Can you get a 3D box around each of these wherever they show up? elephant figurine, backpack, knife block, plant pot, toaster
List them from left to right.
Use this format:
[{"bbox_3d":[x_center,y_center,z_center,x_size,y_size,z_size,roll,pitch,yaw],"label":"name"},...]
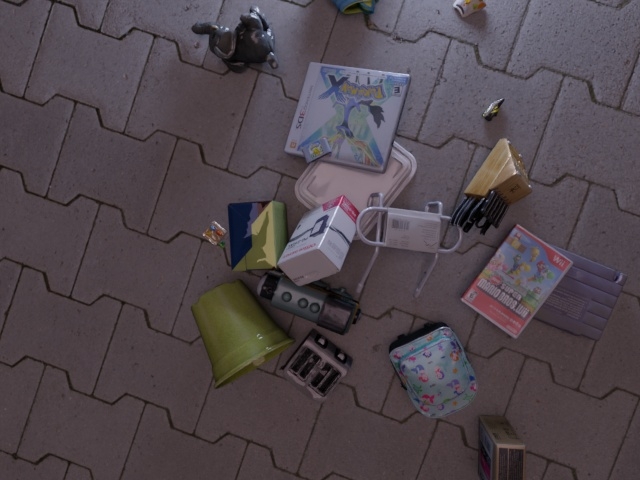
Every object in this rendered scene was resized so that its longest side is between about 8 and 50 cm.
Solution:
[{"bbox_3d":[-0.268,-0.604,1.669,0.240,0.186,0.169,-17,133,15],"label":"elephant figurine"},{"bbox_3d":[-0.257,0.268,1.641,0.276,0.276,0.254,-33,77,5],"label":"plant pot"},{"bbox_3d":[-0.017,0.396,1.682,0.168,0.110,0.185,38,94,3],"label":"toaster"},{"bbox_3d":[0.347,0.399,1.623,0.225,0.191,0.253,-26,95,4],"label":"backpack"},{"bbox_3d":[0.490,-0.147,1.602,0.242,0.275,0.088,-33,121,31],"label":"knife block"}]

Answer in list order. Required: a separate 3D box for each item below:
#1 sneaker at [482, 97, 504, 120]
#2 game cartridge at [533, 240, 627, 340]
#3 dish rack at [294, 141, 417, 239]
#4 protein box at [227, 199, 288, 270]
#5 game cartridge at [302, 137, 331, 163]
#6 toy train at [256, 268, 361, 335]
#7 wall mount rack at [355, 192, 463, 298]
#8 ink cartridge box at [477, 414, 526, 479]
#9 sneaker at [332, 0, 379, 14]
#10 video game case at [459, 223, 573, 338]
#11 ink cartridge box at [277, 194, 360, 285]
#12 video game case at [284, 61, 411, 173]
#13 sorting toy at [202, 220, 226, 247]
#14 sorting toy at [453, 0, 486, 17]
[{"bbox_3d":[0.536,-0.402,1.659,0.083,0.031,0.035,-44,102,8],"label":"sneaker"},{"bbox_3d":[0.714,0.141,1.645,0.355,0.068,0.230,23,97,4],"label":"game cartridge"},{"bbox_3d":[0.107,-0.196,1.677,0.286,0.072,0.333,38,95,2],"label":"dish rack"},{"bbox_3d":[-0.183,-0.014,1.634,0.136,0.201,0.199,-3,91,8],"label":"protein box"},{"bbox_3d":[-0.012,-0.270,1.617,0.083,0.017,0.056,-26,70,14],"label":"game cartridge"},{"bbox_3d":[-0.035,0.179,1.636,0.334,0.190,0.142,22,93,3],"label":"toy train"},{"bbox_3d":[0.242,0.021,1.615,0.350,0.130,0.304,7,88,-18],"label":"wall mount rack"},{"bbox_3d":[0.527,0.647,1.584,0.088,0.235,0.193,2,91,5],"label":"ink cartridge box"},{"bbox_3d":[0.156,-0.813,1.630,0.319,0.127,0.208,-34,87,14],"label":"sneaker"},{"bbox_3d":[0.584,0.122,1.615,0.204,0.025,0.285,36,94,3],"label":"video game case"},{"bbox_3d":[0.000,0.000,1.566,0.172,0.237,0.100,-23,120,40],"label":"ink cartridge box"},{"bbox_3d":[0.077,-0.376,1.629,0.329,0.036,0.299,15,86,21],"label":"video game case"},{"bbox_3d":[-0.333,-0.015,1.743,0.083,0.012,0.062,40,94,3],"label":"sorting toy"},{"bbox_3d":[0.452,-0.729,1.654,0.075,0.045,0.083,-39,88,24],"label":"sorting toy"}]
